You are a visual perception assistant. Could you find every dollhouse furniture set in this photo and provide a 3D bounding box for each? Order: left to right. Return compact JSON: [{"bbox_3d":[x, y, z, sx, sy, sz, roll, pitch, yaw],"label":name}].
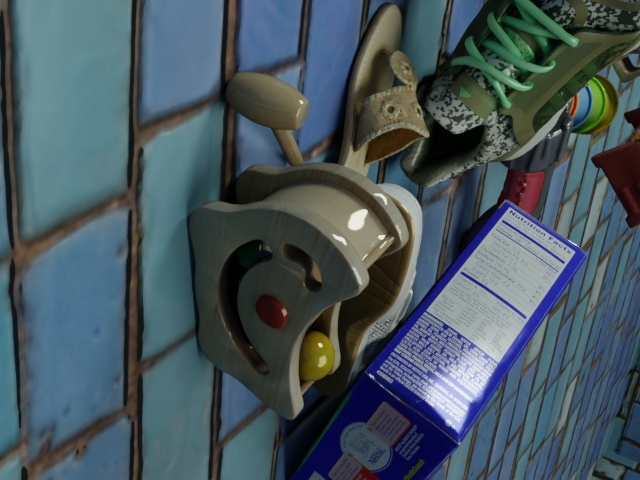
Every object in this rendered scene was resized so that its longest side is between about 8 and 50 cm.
[{"bbox_3d":[0.433,-0.237,1.445,0.374,0.152,0.201,60,38,-6],"label":"dollhouse furniture set"}]

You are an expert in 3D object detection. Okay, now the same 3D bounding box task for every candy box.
[{"bbox_3d":[0.126,0.142,1.148,0.317,0.122,0.268,-44,169,-40],"label":"candy box"}]

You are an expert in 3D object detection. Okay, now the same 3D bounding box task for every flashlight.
[{"bbox_3d":[0.241,-0.054,1.313,0.304,0.103,0.103,88,6,-56],"label":"flashlight"}]

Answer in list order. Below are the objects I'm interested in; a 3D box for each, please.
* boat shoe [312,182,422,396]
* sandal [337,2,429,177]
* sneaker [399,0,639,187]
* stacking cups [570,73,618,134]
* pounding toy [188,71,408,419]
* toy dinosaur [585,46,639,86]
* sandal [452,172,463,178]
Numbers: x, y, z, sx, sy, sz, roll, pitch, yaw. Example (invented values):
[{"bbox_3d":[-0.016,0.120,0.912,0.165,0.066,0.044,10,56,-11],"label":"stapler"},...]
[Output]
[{"bbox_3d":[0.042,0.035,0.975,0.096,0.098,0.277,-37,160,-37],"label":"boat shoe"},{"bbox_3d":[0.062,-0.097,0.981,0.088,0.079,0.240,22,89,-66],"label":"sandal"},{"bbox_3d":[0.186,-0.167,0.986,0.182,0.158,0.410,-43,168,-30],"label":"sneaker"},{"bbox_3d":[0.324,-0.199,1.453,0.316,0.096,0.096,-6,114,-58],"label":"stacking cups"},{"bbox_3d":[0.000,0.000,0.838,0.155,0.154,0.269,-44,146,-43],"label":"pounding toy"},{"bbox_3d":[0.333,-0.274,1.191,0.127,0.200,0.295,-77,163,-44],"label":"toy dinosaur"},{"bbox_3d":[0.207,-0.169,1.247,0.219,0.060,0.090,-64,155,-12],"label":"sandal"}]
